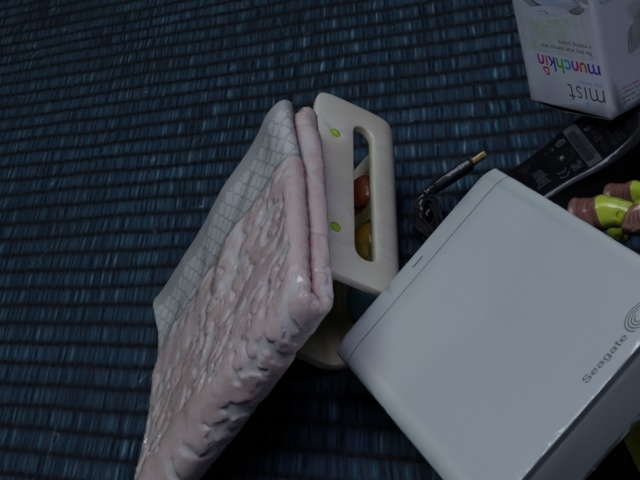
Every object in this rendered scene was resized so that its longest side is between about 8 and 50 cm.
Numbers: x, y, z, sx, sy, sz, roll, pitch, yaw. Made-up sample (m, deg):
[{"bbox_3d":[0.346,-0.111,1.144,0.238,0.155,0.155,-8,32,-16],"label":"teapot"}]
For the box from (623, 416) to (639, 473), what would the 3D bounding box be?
[{"bbox_3d":[0.270,0.122,1.098,0.043,0.105,0.179,-12,40,24],"label":"box"}]

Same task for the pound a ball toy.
[{"bbox_3d":[0.000,0.000,1.491,0.208,0.136,0.319,-50,25,36],"label":"pound a ball toy"}]

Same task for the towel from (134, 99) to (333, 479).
[{"bbox_3d":[-0.092,0.065,1.379,0.332,0.053,0.317,-55,24,34],"label":"towel"}]

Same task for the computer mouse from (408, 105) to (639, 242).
[{"bbox_3d":[0.212,-0.055,1.419,0.262,0.060,0.184,-38,29,5],"label":"computer mouse"}]

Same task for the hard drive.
[{"bbox_3d":[0.153,0.080,1.164,0.233,0.047,0.353,-49,25,2],"label":"hard drive"}]

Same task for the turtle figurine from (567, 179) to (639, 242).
[{"bbox_3d":[0.325,-0.033,1.214,0.217,0.087,0.269,-11,21,42],"label":"turtle figurine"}]

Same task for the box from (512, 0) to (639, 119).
[{"bbox_3d":[0.323,-0.279,1.377,0.262,0.231,0.127,-30,30,-25],"label":"box"}]
